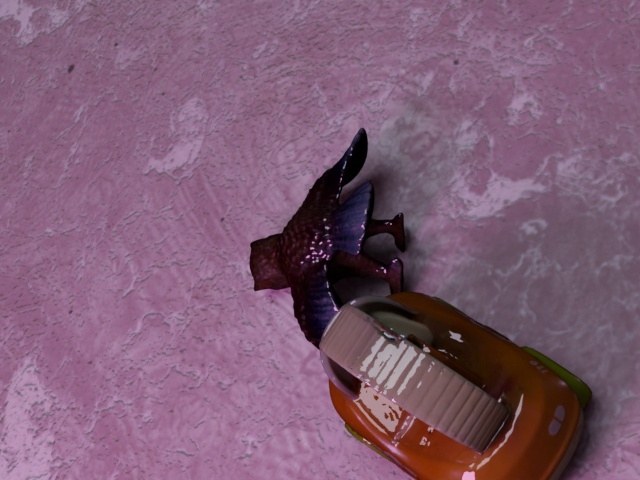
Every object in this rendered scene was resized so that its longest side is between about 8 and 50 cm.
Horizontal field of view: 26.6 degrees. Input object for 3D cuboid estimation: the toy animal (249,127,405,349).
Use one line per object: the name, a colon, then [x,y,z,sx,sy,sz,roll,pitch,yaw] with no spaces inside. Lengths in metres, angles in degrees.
toy animal: [-0.006,0.002,1.274,0.180,0.116,0.218,-9,68,30]

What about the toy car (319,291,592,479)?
toy car: [0.082,0.113,1.089,0.235,0.235,0.145,31,85,41]
